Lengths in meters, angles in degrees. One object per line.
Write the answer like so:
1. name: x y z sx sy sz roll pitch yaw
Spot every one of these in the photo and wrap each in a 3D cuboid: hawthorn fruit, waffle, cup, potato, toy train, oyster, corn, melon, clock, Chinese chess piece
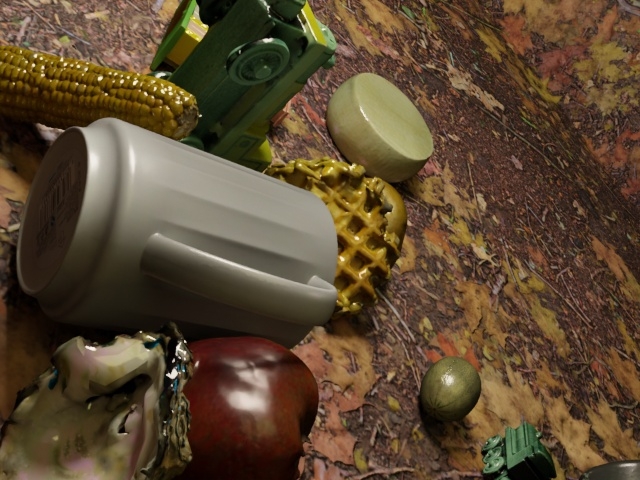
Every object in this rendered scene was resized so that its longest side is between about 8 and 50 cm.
1. hawthorn fruit: -0.130 0.200 0.804 0.248 0.208 0.208 18 41 -4
2. waffle: 0.001 0.000 1.137 0.281 0.060 0.262 -8 94 -22
3. cup: -0.151 0.016 0.854 0.327 0.236 0.323 18 4 -39
4. potato: 0.083 -0.030 1.270 0.178 0.158 0.203 26 46 -28
5. toy train: -0.116 -0.216 1.037 0.237 0.369 0.150 7 54 -48
6. toy train: 0.326 0.358 1.186 0.071 0.111 0.170 54 16 0
7. oyster: -0.222 0.184 0.696 0.259 0.198 0.092 -66 154 -17
8. corn: -0.299 -0.180 0.931 0.313 0.102 0.102 16 34 13
9. melon: 0.217 0.248 1.202 0.098 0.098 0.131 52 32 4
10. clock: -0.155 -0.338 1.330 0.255 0.106 0.219 32 39 -24
11. Chinese chess piece: 0.127 -0.239 1.545 0.250 0.101 0.250 28 41 -27

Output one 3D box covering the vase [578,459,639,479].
1. vase: 0.560 0.560 1.242 0.173 0.173 0.321 26 48 -30
